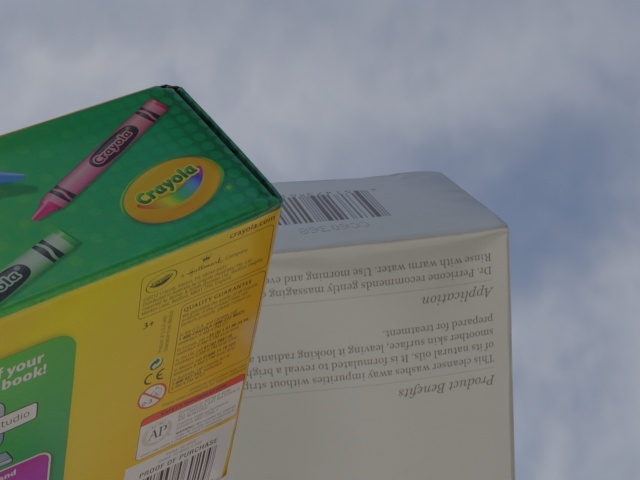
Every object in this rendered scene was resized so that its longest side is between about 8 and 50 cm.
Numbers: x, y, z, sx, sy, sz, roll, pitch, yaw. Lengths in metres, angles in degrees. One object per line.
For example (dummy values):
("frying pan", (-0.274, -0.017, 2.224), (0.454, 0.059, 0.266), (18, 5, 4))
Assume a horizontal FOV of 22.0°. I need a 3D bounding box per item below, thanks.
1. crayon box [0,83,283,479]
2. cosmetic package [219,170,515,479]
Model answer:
("crayon box", (-0.156, 0.063, 0.597), (0.278, 0.081, 0.165), (-22, -37, -32))
("cosmetic package", (0.003, 0.164, 1.025), (0.217, 0.156, 0.385), (-4, -73, -11))
